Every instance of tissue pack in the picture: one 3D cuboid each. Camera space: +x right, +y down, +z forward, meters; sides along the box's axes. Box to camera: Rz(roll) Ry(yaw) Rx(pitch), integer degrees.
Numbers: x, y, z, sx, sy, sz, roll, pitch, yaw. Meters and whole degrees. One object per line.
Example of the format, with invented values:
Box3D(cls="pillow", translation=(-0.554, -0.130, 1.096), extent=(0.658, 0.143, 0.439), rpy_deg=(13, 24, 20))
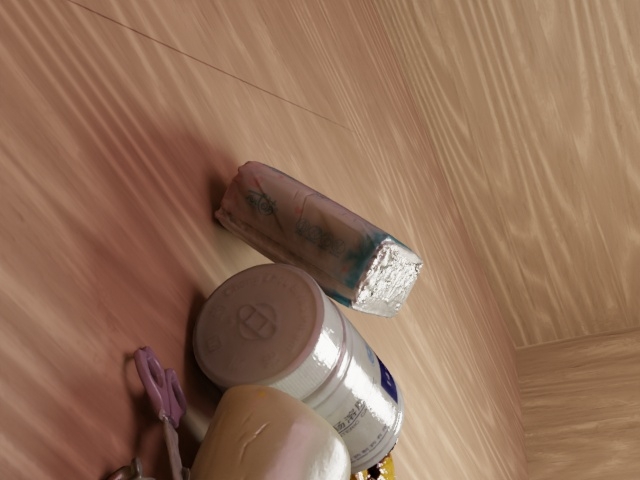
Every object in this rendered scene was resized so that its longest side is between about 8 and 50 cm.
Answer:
Box3D(cls="tissue pack", translation=(0.001, 0.001, 1.220), extent=(0.124, 0.271, 0.201), rpy_deg=(-59, 154, 0))

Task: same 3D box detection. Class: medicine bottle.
Box3D(cls="medicine bottle", translation=(-0.021, 0.187, 1.144), extent=(0.332, 0.190, 0.190), rpy_deg=(53, 30, -48))

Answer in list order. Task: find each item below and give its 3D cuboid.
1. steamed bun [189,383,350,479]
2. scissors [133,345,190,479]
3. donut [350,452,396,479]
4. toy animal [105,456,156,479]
Box3D(cls="steamed bun", translation=(-0.056, 0.305, 0.960), extent=(0.250, 0.155, 0.200), rpy_deg=(70, 31, -43))
Box3D(cls="scissors", translation=(-0.164, 0.207, 0.895), extent=(0.110, 0.021, 0.212), rpy_deg=(59, 3, -43))
Box3D(cls="donut", translation=(0.069, 0.402, 1.423), extent=(0.184, 0.073, 0.166), rpy_deg=(-30, 106, -69))
Box3D(cls="toy animal", translation=(-0.189, 0.326, 0.743), extent=(0.170, 0.090, 0.255), rpy_deg=(56, 12, -1))
